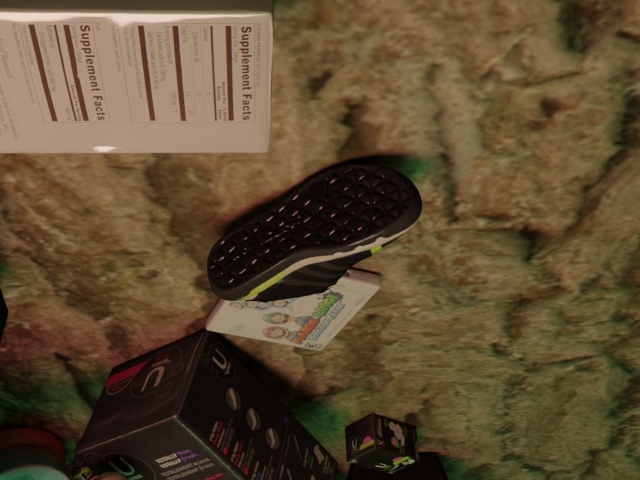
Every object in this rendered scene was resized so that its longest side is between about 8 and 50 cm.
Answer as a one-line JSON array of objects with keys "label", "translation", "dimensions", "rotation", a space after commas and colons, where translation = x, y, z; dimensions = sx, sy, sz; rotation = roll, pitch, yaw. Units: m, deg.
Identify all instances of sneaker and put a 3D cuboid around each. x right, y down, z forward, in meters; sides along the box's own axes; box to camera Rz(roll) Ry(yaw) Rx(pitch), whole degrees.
[{"label": "sneaker", "translation": [0.000, 0.000, 0.953], "dimensions": [0.235, 0.084, 0.097], "rotation": [-21, 152, 28]}]

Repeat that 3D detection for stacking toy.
[{"label": "stacking toy", "translation": [-0.488, 0.362, 1.306], "dimensions": [0.309, 0.130, 0.279], "rotation": [20, 109, -32]}]

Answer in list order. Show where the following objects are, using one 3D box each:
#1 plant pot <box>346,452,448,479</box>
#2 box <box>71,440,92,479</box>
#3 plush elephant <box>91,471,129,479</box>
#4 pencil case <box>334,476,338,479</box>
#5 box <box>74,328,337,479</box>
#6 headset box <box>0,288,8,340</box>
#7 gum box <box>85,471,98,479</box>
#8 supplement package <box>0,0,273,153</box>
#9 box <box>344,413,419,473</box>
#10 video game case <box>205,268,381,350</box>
[{"label": "plant pot", "translation": [0.113, 0.416, 1.493], "dimensions": [0.188, 0.167, 0.187], "rotation": [-4, 146, 1]}, {"label": "box", "translation": [-0.263, 0.277, 1.362], "dimensions": [0.059, 0.054, 0.169], "rotation": [25, 138, -36]}, {"label": "plush elephant", "translation": [-0.421, 0.267, 1.069], "dimensions": [0.330, 0.255, 0.272], "rotation": [-24, 177, -42]}, {"label": "pencil case", "translation": [-0.034, 0.348, 1.462], "dimensions": [0.088, 0.086, 0.206], "rotation": [9, 151, 28]}, {"label": "box", "translation": [-0.126, 0.259, 1.199], "dimensions": [0.165, 0.143, 0.270], "rotation": [-24, 121, 28]}, {"label": "headset box", "translation": [-0.429, 0.031, 0.879], "dimensions": [0.283, 0.131, 0.246], "rotation": [-2, 133, 0]}, {"label": "gum box", "translation": [-0.222, 0.375, 1.338], "dimensions": [0.188, 0.062, 0.107], "rotation": [22, 148, 12]}, {"label": "supplement package", "translation": [-0.153, -0.149, 0.660], "dimensions": [0.244, 0.139, 0.134], "rotation": [-1, 147, -4]}, {"label": "box", "translation": [0.084, 0.281, 1.390], "dimensions": [0.083, 0.052, 0.062], "rotation": [24, 137, -32]}, {"label": "video game case", "translation": [-0.032, 0.069, 1.097], "dimensions": [0.143, 0.019, 0.157], "rotation": [13, 144, -21]}]
